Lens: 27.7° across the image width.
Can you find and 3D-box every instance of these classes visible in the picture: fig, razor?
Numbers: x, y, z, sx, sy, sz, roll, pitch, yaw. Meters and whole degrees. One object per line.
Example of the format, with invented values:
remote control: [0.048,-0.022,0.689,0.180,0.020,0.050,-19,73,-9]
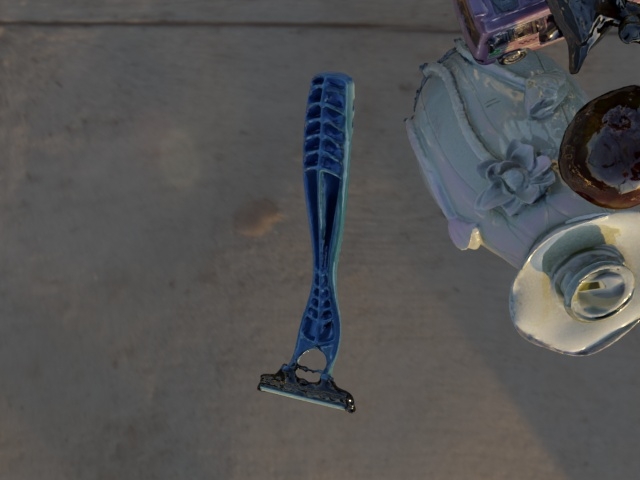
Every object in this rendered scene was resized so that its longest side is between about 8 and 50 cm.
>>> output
fig: [0.269,-0.074,1.172,0.109,0.155,0.103,-12,70,10]
razor: [0.000,0.000,0.972,0.082,0.042,0.253,9,106,22]

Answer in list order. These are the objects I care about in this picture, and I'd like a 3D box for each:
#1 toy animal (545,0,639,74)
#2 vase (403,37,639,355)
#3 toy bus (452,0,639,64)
toy animal: [0.215,-0.223,1.117,0.210,0.121,0.117,39,121,0]
vase: [0.255,-0.063,1.545,0.250,0.445,0.250,-6,125,-9]
toy bus: [0.236,-0.259,1.333,0.198,0.108,0.096,-20,74,7]
